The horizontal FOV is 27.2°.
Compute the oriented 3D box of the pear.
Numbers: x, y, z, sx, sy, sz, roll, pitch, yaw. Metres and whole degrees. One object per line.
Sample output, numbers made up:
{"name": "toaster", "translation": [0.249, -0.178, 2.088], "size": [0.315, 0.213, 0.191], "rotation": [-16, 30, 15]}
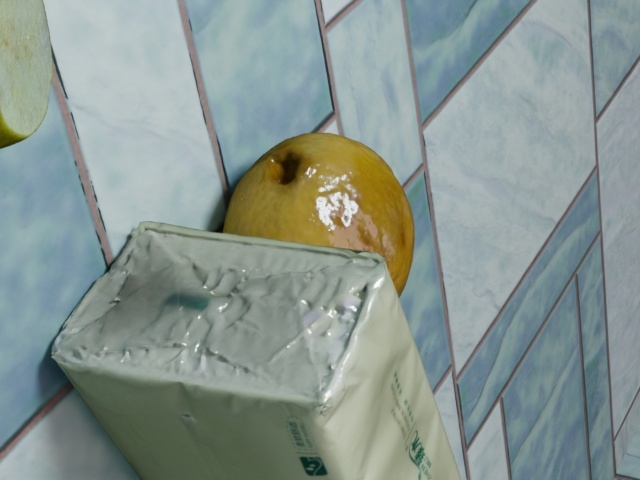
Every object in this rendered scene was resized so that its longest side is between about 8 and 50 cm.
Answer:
{"name": "pear", "translation": [-0.269, -0.135, 0.997], "size": [0.141, 0.104, 0.141], "rotation": [3, 90, -85]}

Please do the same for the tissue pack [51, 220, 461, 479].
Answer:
{"name": "tissue pack", "translation": [-0.040, 0.177, 1.299], "size": [0.207, 0.297, 0.380], "rotation": [-62, 145, -34]}

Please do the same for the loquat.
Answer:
{"name": "loquat", "translation": [0.000, 0.000, 1.424], "size": [0.238, 0.193, 0.238], "rotation": [6, 90, -69]}
